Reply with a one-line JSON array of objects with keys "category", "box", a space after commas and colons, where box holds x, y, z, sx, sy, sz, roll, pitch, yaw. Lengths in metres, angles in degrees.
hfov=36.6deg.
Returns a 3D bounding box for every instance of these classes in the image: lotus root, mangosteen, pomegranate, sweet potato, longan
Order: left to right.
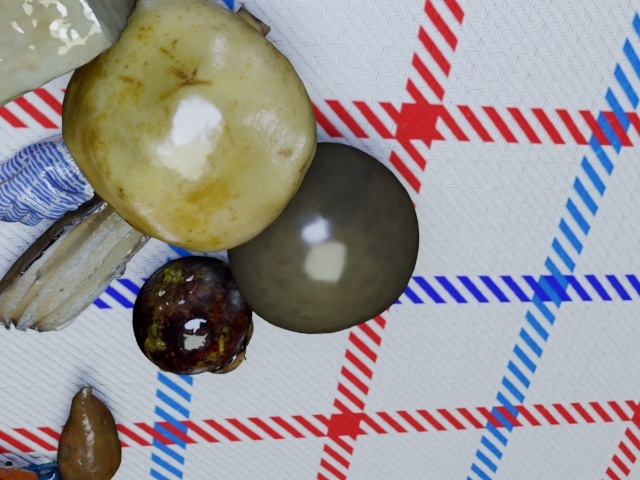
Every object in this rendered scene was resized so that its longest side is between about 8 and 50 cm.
[{"category": "lotus root", "box": [-0.364, 0.008, 1.448, 0.329, 0.078, 0.167, -42, 149, 15]}, {"category": "sweet potato", "box": [-0.404, 0.380, 1.695, 0.112, 0.112, 0.359, -1, 128, -14]}, {"category": "pomegranate", "box": [-0.162, -0.152, 1.225, 0.332, 0.332, 0.332, -7, 128, -9]}, {"category": "mangosteen", "box": [-0.187, 0.132, 1.514, 0.192, 0.192, 0.217, -24, 136, 4]}, {"category": "longan", "box": [0.002, 0.004, 1.414, 0.297, 0.297, 0.297, -7, 128, -9]}]

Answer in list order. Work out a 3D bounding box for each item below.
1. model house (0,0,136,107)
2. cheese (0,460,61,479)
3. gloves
[{"category": "model house", "box": [-0.437, -0.319, 1.045, 0.382, 0.334, 0.342, -26, 119, 11]}, {"category": "cheese", "box": [-0.610, 0.427, 1.666, 0.329, 0.129, 0.217, 7, 132, -42]}, {"category": "gloves", "box": [-0.390, -0.084, 1.364, 0.229, 0.097, 0.119, -34, 97, 17]}]
